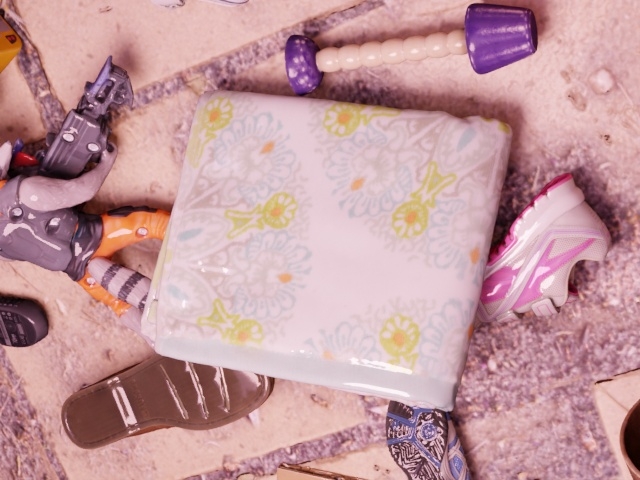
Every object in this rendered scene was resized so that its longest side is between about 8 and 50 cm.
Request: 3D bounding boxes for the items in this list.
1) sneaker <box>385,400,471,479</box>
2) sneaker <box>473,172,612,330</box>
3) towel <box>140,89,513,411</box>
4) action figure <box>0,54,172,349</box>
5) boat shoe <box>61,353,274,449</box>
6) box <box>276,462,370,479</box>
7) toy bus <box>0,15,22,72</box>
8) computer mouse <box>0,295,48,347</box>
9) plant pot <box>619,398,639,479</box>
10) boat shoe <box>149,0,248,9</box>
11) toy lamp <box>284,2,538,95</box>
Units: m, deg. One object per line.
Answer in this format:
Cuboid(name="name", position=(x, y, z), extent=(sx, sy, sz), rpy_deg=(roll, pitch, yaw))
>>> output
Cuboid(name="sneaker", position=(0.135, 0.263, 1.391), extent=(0.080, 0.081, 0.211), rpy_deg=(-12, 84, 24))
Cuboid(name="sneaker", position=(0.224, 0.049, 1.275), extent=(0.111, 0.103, 0.252), rpy_deg=(43, 116, 5))
Cuboid(name="towel", position=(0.000, 0.000, 1.265), extent=(0.374, 0.090, 0.321), rpy_deg=(9, 81, 20))
Cuboid(name="action figure", position=(-0.283, -0.036, 1.382), extent=(0.330, 0.178, 0.341), rpy_deg=(24, 126, -7))
Cuboid(name="boat shoe", position=(-0.185, 0.186, 1.466), extent=(0.307, 0.104, 0.111), rpy_deg=(-13, 93, 24))
Cuboid(name="box", position=(0.019, 0.398, 1.500), extent=(0.164, 0.021, 0.201), rpy_deg=(8, 108, 17))
Cuboid(name="toy bus", position=(-0.540, -0.182, 1.475), extent=(0.332, 0.108, 0.130), rpy_deg=(-41, 92, 25))
Cuboid(name="computer mouse", position=(-0.472, 0.099, 1.580), extent=(0.242, 0.041, 0.071), rpy_deg=(8, 125, 23))
Cuboid(name="plant pot", position=(0.451, 0.290, 1.230), extent=(0.215, 0.215, 0.230), rpy_deg=(-9, 118, 22))
Cuboid(name="boat shoe", position=(-0.174, -0.307, 1.330), extent=(0.226, 0.083, 0.076), rpy_deg=(28, 126, 22))
Cuboid(name="toy lamp", position=(0.098, -0.209, 1.254), extent=(0.274, 0.080, 0.080), rpy_deg=(-7, 104, 21))
